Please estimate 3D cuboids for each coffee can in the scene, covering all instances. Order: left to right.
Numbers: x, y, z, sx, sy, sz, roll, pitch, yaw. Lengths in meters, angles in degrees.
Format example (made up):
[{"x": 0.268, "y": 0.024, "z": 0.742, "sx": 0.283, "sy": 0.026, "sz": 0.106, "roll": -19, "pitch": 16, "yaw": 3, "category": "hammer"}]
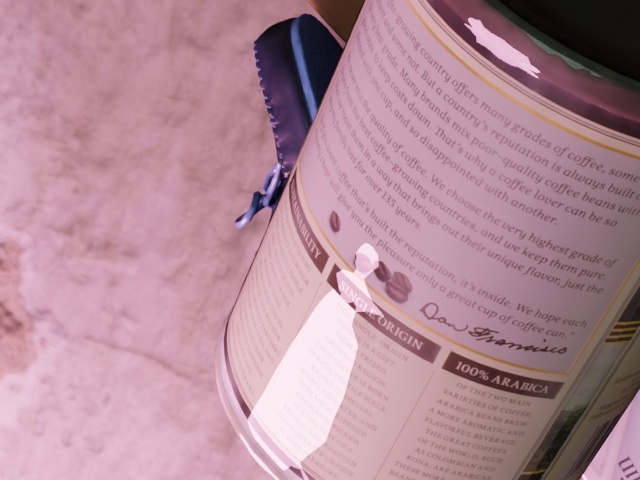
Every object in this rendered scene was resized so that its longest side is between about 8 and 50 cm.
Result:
[{"x": 0.085, "y": -0.015, "z": 0.778, "sx": 0.201, "sy": 0.201, "sz": 0.275, "roll": 35, "pitch": 127, "yaw": 14, "category": "coffee can"}]

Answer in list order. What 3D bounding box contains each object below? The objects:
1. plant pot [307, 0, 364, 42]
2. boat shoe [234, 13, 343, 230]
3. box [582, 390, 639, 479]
[{"x": 0.019, "y": -0.203, "z": 0.893, "sx": 0.109, "sy": 0.237, "sz": 0.237, "roll": -38, "pitch": 82, "yaw": -4, "category": "plant pot"}, {"x": 0.000, "y": 0.000, "z": 0.978, "sx": 0.089, "sy": 0.109, "sz": 0.258, "roll": -16, "pitch": 89, "yaw": 27, "category": "boat shoe"}, {"x": 0.173, "y": 0.103, "z": 0.944, "sx": 0.063, "sy": 0.067, "sz": 0.324, "roll": -32, "pitch": 84, "yaw": 23, "category": "box"}]
